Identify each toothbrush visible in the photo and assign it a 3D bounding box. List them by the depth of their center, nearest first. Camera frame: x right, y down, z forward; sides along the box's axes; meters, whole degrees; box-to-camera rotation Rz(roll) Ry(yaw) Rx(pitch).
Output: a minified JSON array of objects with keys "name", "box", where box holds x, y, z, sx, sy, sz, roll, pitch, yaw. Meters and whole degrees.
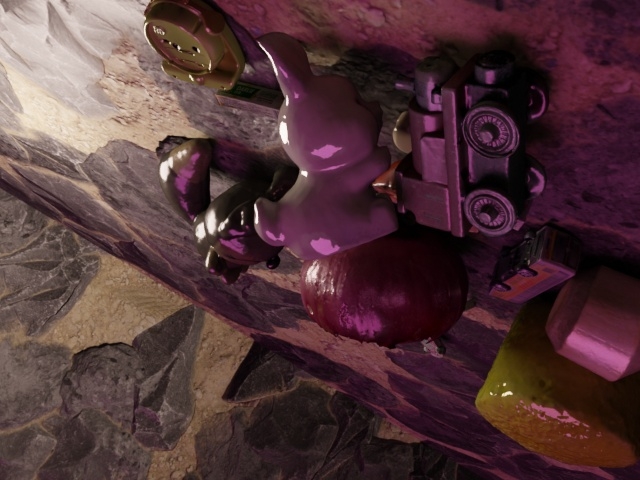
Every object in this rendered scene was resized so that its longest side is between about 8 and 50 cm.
[{"name":"toothbrush","box":[0.295,0.176,1.736,0.030,0.030,0.304,12,-164,36]}]

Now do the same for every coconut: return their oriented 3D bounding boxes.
[{"name":"coconut","box":[0.556,0.161,1.400,0.222,0.202,0.202,26,160,15]}]

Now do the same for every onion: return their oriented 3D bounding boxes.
[{"name":"onion","box":[0.145,0.068,1.560,0.358,0.358,0.345,27,117,2]}]

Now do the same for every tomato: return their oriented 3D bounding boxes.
[{"name":"tomato","box":[0.209,-0.090,1.363,0.225,0.085,0.225,21,176,2]}]

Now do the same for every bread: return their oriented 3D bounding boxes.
[{"name":"bread","box":[0.549,0.316,1.612,0.348,0.308,0.348,25,161,9]}]

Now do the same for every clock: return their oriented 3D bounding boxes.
[{"name":"clock","box":[-0.241,-0.371,1.301,0.170,0.069,0.232,18,157,24]}]

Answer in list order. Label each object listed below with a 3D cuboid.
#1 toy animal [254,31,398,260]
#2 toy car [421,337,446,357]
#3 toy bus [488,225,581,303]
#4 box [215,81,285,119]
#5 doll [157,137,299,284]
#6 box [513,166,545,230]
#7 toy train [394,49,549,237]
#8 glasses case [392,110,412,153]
[{"name":"toy animal","box":[-0.011,-0.155,1.202,0.241,0.367,0.196,-10,-171,1]},{"name":"toy car","box":[0.325,0.292,2.196,0.069,0.055,0.142,-5,128,54]},{"name":"toy bus","box":[0.422,0.056,1.474,0.106,0.092,0.268,19,160,-4]},{"name":"box","box":[-0.104,-0.266,1.410,0.207,0.050,0.041,18,154,24]},{"name":"doll","box":[-0.236,-0.078,1.742,0.378,0.252,0.382,38,145,-8]},{"name":"box","box":[0.331,-0.078,1.223,0.050,0.117,0.036,22,157,8]},{"name":"toy train","box":[0.217,-0.144,1.100,0.221,0.150,0.304,18,134,32]},{"name":"glasses case","box":[0.219,-0.164,1.252,0.196,0.050,0.083,21,161,17]}]
